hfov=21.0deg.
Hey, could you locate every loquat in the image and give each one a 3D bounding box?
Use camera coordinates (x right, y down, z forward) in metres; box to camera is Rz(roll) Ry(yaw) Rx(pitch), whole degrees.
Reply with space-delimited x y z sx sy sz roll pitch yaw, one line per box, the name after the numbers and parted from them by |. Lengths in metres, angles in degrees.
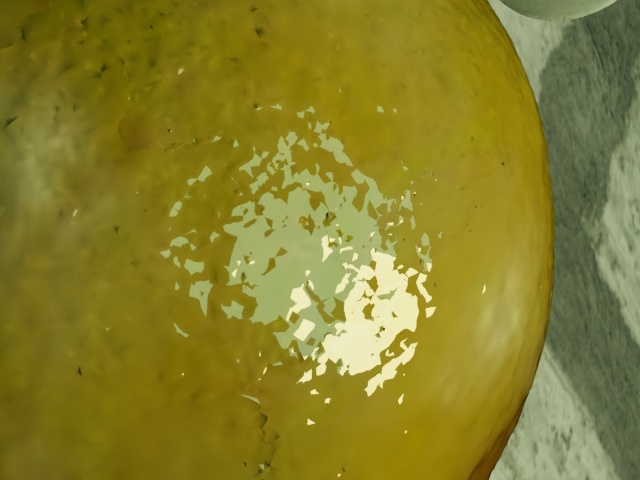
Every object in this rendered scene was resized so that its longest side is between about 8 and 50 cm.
-0.085 0.033 0.576 0.328 0.328 0.359 48 37 -44 | loquat

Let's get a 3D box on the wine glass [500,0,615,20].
0.107 -0.213 1.007 0.196 0.165 0.165 19 75 -62 | wine glass
